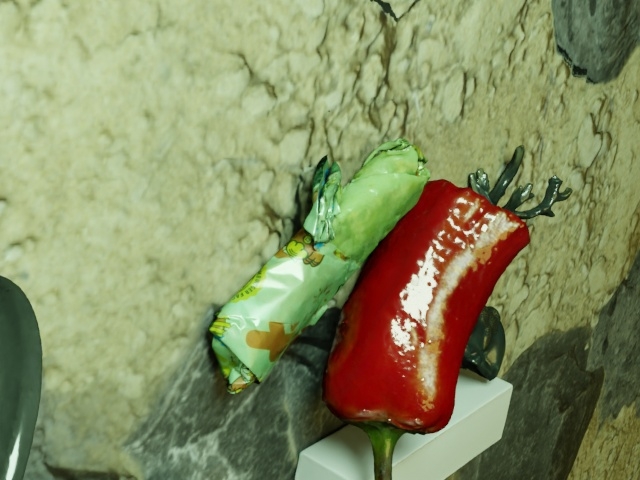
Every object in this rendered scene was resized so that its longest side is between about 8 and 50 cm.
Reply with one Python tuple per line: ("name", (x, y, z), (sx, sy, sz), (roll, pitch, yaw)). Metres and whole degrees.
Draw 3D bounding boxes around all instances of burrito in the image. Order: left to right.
("burrito", (0.000, 0.000, 0.853), (0.288, 0.054, 0.104), (-46, 139, -26))

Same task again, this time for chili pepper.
("chili pepper", (0.066, 0.112, 0.927), (0.131, 0.134, 0.338), (32, 77, -30))

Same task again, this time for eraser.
("eraser", (0.097, 0.219, 1.089), (0.298, 0.078, 0.076), (-19, 124, -48))

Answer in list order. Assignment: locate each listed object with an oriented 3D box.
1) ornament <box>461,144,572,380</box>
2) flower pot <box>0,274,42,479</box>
("ornament", (0.195, 0.023, 1.108), (0.202, 0.080, 0.236), (39, 77, -52))
("flower pot", (-0.251, 0.095, 0.443), (0.148, 0.235, 0.235), (32, 82, -36))
